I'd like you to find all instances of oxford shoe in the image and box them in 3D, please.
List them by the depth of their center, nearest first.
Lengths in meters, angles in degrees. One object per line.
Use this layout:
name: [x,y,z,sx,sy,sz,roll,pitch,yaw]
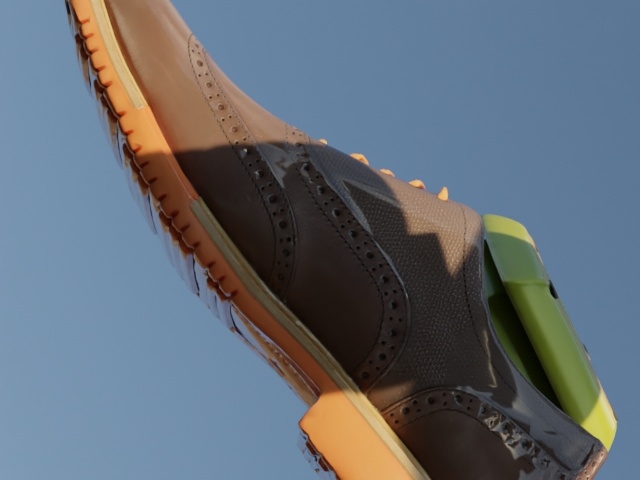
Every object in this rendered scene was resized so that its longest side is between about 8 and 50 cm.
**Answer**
oxford shoe: [0.000,0.000,0.717,0.363,0.133,0.130,56,-8,3]

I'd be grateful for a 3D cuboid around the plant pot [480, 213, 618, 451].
plant pot: [0.134,0.113,1.309,0.207,0.228,0.227,-25,-73,9]
